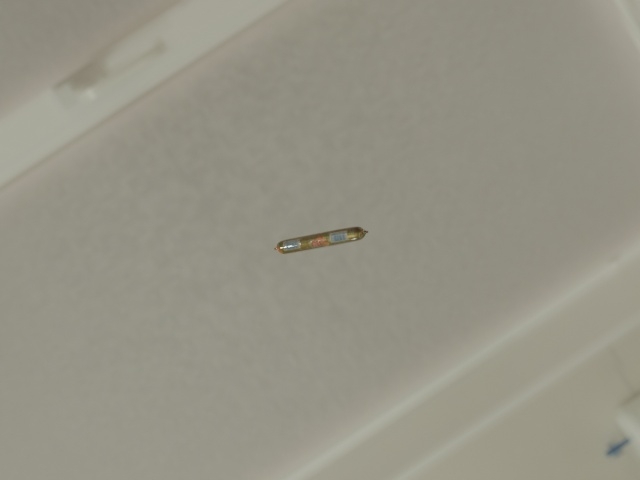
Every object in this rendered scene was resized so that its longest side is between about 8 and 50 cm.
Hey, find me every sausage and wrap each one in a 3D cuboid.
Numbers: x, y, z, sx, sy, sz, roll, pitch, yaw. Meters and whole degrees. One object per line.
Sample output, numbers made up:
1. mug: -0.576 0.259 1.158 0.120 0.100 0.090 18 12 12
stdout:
1. sausage: 0.000 0.000 1.627 0.015 0.100 0.015 29 -125 -55
